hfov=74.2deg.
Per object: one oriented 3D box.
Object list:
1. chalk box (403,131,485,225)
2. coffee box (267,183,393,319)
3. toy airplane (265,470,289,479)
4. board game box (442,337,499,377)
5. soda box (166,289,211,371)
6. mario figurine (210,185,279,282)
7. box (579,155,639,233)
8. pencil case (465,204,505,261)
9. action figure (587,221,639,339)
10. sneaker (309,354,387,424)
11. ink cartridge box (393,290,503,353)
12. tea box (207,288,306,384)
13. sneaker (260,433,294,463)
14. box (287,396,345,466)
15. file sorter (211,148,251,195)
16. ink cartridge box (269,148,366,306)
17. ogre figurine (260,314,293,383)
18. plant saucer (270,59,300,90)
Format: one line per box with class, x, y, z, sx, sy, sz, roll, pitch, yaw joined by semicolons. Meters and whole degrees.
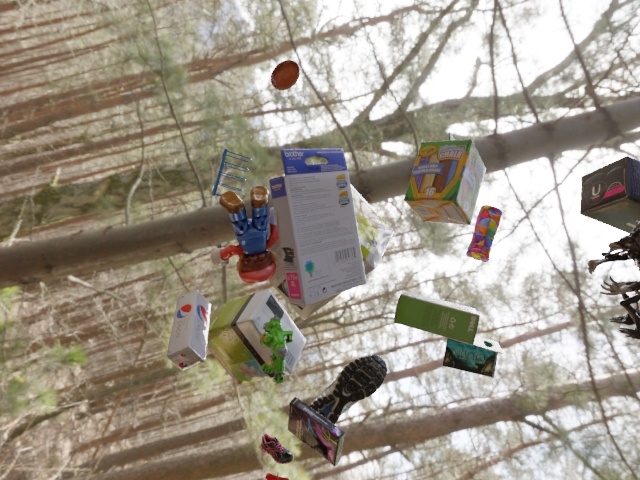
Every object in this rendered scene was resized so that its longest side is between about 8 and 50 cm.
chalk box;0.429;-0.220;1.416;0.180;0.179;0.288;34;70;-46
coffee box;0.000;0.000;1.501;0.334;0.338;0.337;48;29;-3
toy airplane;-0.128;0.703;1.145;0.028;0.151;0.151;112;-30;-48
board game box;0.533;0.405;1.506;0.186;0.026;0.126;-1;-111;46
soda box;-0.348;0.235;1.134;0.216;0.069;0.074;-105;168;-54
mario figurine;-0.211;-0.015;1.231;0.170;0.198;0.320;-67;164;-48
box;0.968;-0.122;1.293;0.165;0.271;0.143;135;-28;-69
pencil case;0.665;-0.029;1.715;0.104;0.105;0.236;90;24;-71
action figure;0.709;0.084;0.979;0.164;0.141;0.275;-37;119;-60
sneaker;0.087;0.509;1.452;0.129;0.330;0.147;51;-4;11
ink cartridge box;0.261;0.159;0.855;0.109;0.209;0.062;10;93;-73
tea box;-0.303;0.439;1.909;0.329;0.324;0.220;58;31;-19
sneaker;-0.129;0.607;1.241;0.047;0.119;0.057;-19;117;-56
box;-0.015;0.491;1.091;0.162;0.029;0.116;25;-54;31
file sorter;-0.329;-0.236;1.566;0.118;0.105;0.170;-164;-92;-73
ink cartridge box;-0.005;-0.036;0.900;0.065;0.186;0.311;-2;-82;48
ogre figurine;-0.134;0.309;1.267;0.197;0.097;0.118;-83;-172;-52
plant saucer;-0.089;-0.422;1.085;0.013;0.084;0.083;29;44;-63
